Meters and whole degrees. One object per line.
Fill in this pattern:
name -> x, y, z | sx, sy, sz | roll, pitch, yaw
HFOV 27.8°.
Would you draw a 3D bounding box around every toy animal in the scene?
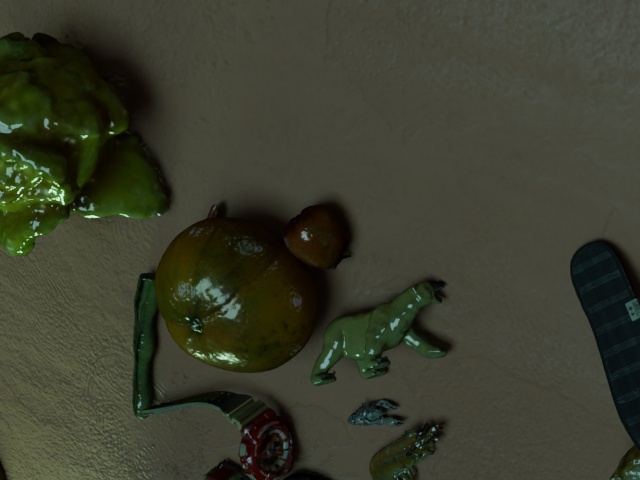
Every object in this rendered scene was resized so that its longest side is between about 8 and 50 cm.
toy animal -> 0.080, 0.126, 1.756 | 0.219, 0.103, 0.101 | -24, 71, 44

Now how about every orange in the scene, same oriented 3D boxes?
orange -> -0.122, 0.081, 1.809 | 0.240, 0.171, 0.240 | 15, 124, 24

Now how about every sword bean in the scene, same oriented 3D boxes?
sword bean -> -0.278, 0.168, 2.055 | 0.043, 0.038, 0.269 | 41, 133, 47

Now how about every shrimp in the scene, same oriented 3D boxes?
shrimp -> 0.141, 0.329, 1.826 | 0.124, 0.034, 0.178 | 50, 131, 4
shrimp -> 0.078, 0.246, 1.840 | 0.092, 0.029, 0.038 | -3, 99, 31

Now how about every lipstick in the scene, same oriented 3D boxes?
lipstick -> -0.168, -0.004, 1.902 | 0.030, 0.030, 0.129 | 37, 127, 18

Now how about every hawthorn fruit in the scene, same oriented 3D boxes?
hawthorn fruit -> 0.000, 0.000, 1.756 | 0.093, 0.081, 0.081 | 49, 131, -9

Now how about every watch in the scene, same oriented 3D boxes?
watch -> -0.157, 0.315, 2.006 | 0.268, 0.102, 0.164 | -12, 104, 47

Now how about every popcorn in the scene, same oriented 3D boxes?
popcorn -> -0.413, -0.119, 1.871 | 0.321, 0.290, 0.325 | 37, 108, 20

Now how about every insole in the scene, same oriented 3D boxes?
insole -> 0.373, 0.143, 1.521 | 0.110, 0.012, 0.309 | -35, 67, 43

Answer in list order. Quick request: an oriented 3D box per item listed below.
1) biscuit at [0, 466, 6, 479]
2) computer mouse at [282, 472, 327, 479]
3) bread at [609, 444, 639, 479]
biscuit -> -0.746, 0.444, 2.494 | 0.368, 0.063, 0.314 | 5, 114, 35
computer mouse -> 0.010, 0.449, 1.932 | 0.233, 0.096, 0.137 | 31, 124, 23
bread -> 0.468, 0.279, 1.529 | 0.181, 0.096, 0.222 | 48, 127, 11
